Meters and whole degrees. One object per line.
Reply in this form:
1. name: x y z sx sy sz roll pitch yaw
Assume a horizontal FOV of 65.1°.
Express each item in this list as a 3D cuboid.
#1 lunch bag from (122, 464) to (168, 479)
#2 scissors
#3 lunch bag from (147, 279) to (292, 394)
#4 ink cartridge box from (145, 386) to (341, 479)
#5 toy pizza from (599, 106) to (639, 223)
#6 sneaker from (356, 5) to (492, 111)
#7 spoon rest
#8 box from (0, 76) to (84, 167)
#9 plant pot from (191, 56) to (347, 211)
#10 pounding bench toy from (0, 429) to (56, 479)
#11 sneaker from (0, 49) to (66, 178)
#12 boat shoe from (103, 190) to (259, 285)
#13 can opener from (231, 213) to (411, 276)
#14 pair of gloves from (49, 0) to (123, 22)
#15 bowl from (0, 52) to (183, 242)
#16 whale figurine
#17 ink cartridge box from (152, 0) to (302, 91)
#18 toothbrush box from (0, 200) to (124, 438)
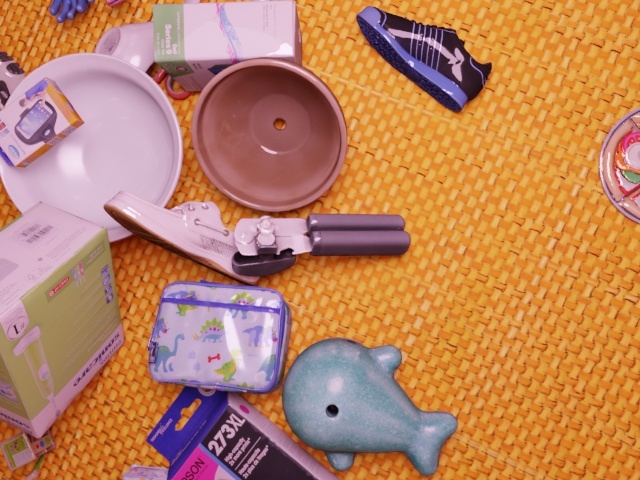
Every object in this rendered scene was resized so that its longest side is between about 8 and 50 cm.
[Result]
1. lunch bag: -0.294 0.429 0.856 0.084 0.053 0.070 7 90 0
2. scissors: -0.196 -0.377 0.892 0.109 0.021 0.297 45 96 10
3. lunch bag: -0.162 0.154 0.820 0.219 0.090 0.175 6 72 8
4. ink cartridge box: -0.117 0.392 0.828 0.371 0.069 0.175 37 93 11
5. toy pizza: 0.537 -0.117 0.765 0.202 0.032 0.201 0 87 8
6. sneaker: 0.167 -0.313 0.810 0.232 0.081 0.090 41 91 1
7. spoon rest: -0.300 -0.369 0.877 0.276 0.084 0.137 -47 55 11
8. box: -0.441 -0.174 0.762 0.136 0.028 0.081 -36 91 1
9. plant pot: -0.074 -0.174 0.799 0.238 0.109 0.237 3 119 5
10. pounding bench toy: -0.505 0.374 0.882 0.052 0.065 0.083 -28 84 6
11. sneaker: -0.535 -0.212 0.906 0.118 0.107 0.278 -24 101 48
12. boat shoe: -0.196 -0.020 0.782 0.098 0.277 0.096 11 74 46
13. can opener: 0.000 0.000 0.792 0.281 0.093 0.074 -4 50 -10
14. pair of gloves: -0.397 -0.467 0.895 0.199 0.023 0.159 -15 64 14
15. bowl: -0.357 -0.144 0.840 0.298 0.134 0.297 0 92 3
16. whale figurine: 0.070 0.263 0.763 0.272 0.141 0.216 27 91 8
17. ink cartridge box: -0.138 -0.307 0.804 0.213 0.154 0.093 -2 90 2
18. toothbrush box: -0.416 0.120 0.745 0.122 0.206 0.283 20 133 10
